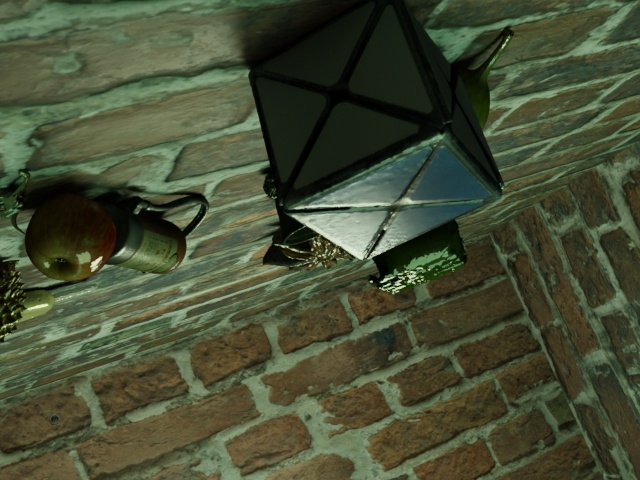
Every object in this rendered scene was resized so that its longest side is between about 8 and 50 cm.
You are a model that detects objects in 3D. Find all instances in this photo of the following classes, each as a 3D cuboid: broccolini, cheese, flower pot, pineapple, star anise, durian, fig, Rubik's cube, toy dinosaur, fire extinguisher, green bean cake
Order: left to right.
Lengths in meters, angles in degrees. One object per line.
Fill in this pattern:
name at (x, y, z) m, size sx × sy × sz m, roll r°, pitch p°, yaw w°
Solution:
durian at (-0.630, 0.126, 1.491) m, size 0.252 × 0.139 × 0.144 m, roll -36°, pitch 137°, yaw -21°
toy dinosaur at (-0.474, -0.053, 1.274) m, size 0.058 × 0.037 × 0.180 m, roll -12°, pitch 165°, yaw -27°
cheese at (-0.624, 0.139, 1.873) m, size 0.256 × 0.050 × 0.127 m, roll -15°, pitch 167°, yaw -36°
fire extinguisher at (-0.316, -0.009, 1.611) m, size 0.200 × 0.113 × 0.376 m, roll -25°, pitch 169°, yaw 6°
broccolini at (-0.035, -0.143, 1.671) m, size 0.091 × 0.068 × 0.203 m, roll 16°, pitch 144°, yaw -43°
flower pot at (-0.034, -0.068, 1.933) m, size 0.158 × 0.106 × 0.157 m, roll -22°, pitch 166°, yaw -6°
star anise at (-0.002, 0.001, 2.256) m, size 0.332 × 0.117 × 0.331 m, roll -8°, pitch 155°, yaw -4°
pineapple at (0.048, -0.005, 1.898) m, size 0.077 × 0.114 × 0.114 m, roll -46°, pitch 168°, yaw 12°
Rubik's cube at (0.082, -0.156, 1.199) m, size 0.260 × 0.254 × 0.259 m, roll -24°, pitch 153°, yaw 19°
green bean cake at (0.172, -0.065, 1.827) m, size 0.218 × 0.319 × 0.335 m, roll -21°, pitch 166°, yaw 8°
fig at (0.276, -0.290, 1.534) m, size 0.149 × 0.149 × 0.245 m, roll -8°, pitch 143°, yaw -54°

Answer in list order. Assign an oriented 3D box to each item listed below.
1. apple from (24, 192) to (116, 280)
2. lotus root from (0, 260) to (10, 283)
apple at (-0.406, -0.004, 1.350) m, size 0.146 × 0.146 × 0.130 m, roll -31°, pitch -151°, yaw 36°
lotus root at (-0.692, 0.091, 1.399) m, size 0.330 × 0.078 × 0.167 m, roll -20°, pitch -160°, yaw 2°
